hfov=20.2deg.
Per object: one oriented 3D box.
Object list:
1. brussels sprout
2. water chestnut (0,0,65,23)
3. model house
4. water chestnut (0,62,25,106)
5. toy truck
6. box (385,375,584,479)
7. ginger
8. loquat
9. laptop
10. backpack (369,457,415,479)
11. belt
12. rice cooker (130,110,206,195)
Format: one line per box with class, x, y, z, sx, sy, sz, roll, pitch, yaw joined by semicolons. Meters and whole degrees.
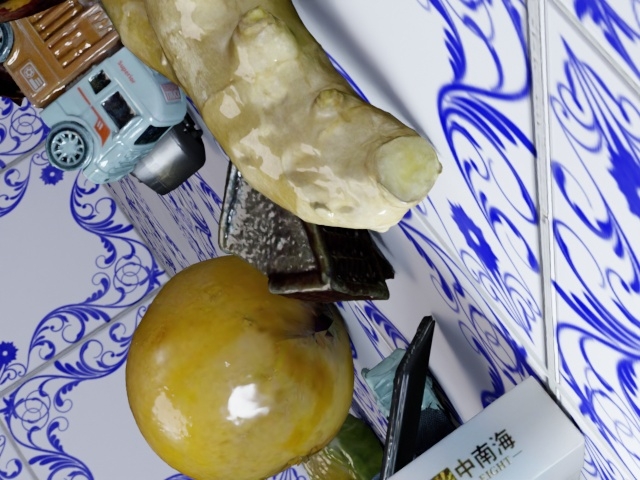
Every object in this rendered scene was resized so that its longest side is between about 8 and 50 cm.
brussels sprout;0.034;0.283;2.390;0.181;0.100;0.139;58;162;-3
water chestnut;-0.292;-0.308;1.657;0.223;0.238;0.224;12;114;29
model house;0.004;0.001;1.507;0.152;0.106;0.165;37;-162;35
water chestnut;-0.406;-0.318;2.191;0.300;0.300;0.300;55;172;12
toy truck;-0.273;-0.221;1.962;0.305;0.162;0.136;54;-165;3
box;0.119;0.202;1.359;0.067;0.155;0.243;51;172;20
ginger;-0.072;-0.143;1.256;0.348;0.122;0.363;65;162;1
loquat;-0.091;0.146;2.004;0.263;0.263;0.263;55;172;12
laptop;0.066;0.164;1.473;0.129;0.016;0.180;-51;-30;-68
backpack;0.067;0.409;1.891;0.283;0.317;0.197;52;172;33
belt;0.089;0.160;1.709;0.105;0.058;0.140;57;178;43
rice cooker;-0.205;-0.133;2.085;0.165;0.106;0.112;60;-174;-3
